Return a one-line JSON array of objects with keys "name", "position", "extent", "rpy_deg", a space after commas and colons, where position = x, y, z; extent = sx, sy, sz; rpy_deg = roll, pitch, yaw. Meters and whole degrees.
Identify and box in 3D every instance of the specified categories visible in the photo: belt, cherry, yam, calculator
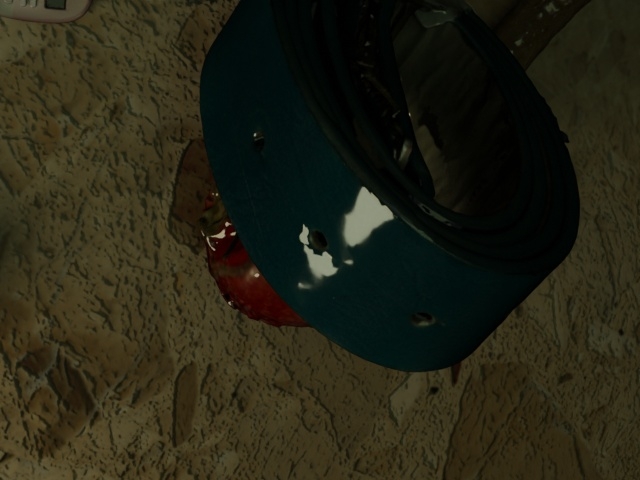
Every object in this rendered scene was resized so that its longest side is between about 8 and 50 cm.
[{"name": "belt", "position": [0.058, -0.095, 0.966], "extent": [0.300, 0.436, 0.173], "rpy_deg": [14, 136, -30]}, {"name": "cherry", "position": [0.000, 0.000, 1.093], "extent": [0.250, 0.192, 0.175], "rpy_deg": [10, 127, -19]}, {"name": "yam", "position": [0.222, -0.222, 1.168], "extent": [0.066, 0.066, 0.299], "rpy_deg": [44, 88, -19]}, {"name": "calculator", "position": [-0.274, -0.263, 1.048], "extent": [0.166, 0.024, 0.103], "rpy_deg": [3, 100, -13]}]
